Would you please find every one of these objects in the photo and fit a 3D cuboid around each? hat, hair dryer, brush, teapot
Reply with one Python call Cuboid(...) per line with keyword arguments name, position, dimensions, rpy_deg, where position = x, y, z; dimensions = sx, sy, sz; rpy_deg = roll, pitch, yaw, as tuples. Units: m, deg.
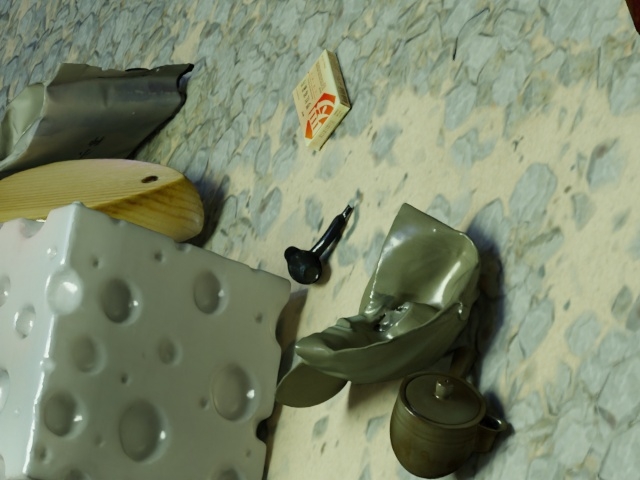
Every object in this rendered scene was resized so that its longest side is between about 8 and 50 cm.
Cuboid(name="hat", position=(0.055, 0.084, 1.574), dimensions=(0.144, 0.173, 0.166), rpy_deg=(24, 57, 26))
Cuboid(name="hair dryer", position=(0.000, 0.000, 1.786), dimensions=(0.083, 0.031, 0.079), rpy_deg=(-50, 20, 4))
Cuboid(name="brush", position=(-0.230, 0.016, 2.047), dimensions=(0.266, 0.166, 0.174), rpy_deg=(-6, 22, 26))
Cuboid(name="teapot", position=(0.100, 0.126, 1.479), dimensions=(0.110, 0.085, 0.080), rpy_deg=(-56, -17, -54))

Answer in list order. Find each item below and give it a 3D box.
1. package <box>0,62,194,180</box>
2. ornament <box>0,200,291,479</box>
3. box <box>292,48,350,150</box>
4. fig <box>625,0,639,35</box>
Cuboid(name="package", position=(-0.270, -0.111, 2.177), dimensions=(0.062, 0.204, 0.251), rpy_deg=(54, 125, 23))
Cuboid(name="ornament", position=(-0.203, 0.127, 1.766), dimensions=(0.240, 0.239, 0.240), rpy_deg=(-12, 64, 50))
Cuboid(name="box", position=(0.001, -0.134, 1.890), dimensions=(0.058, 0.015, 0.093), rpy_deg=(-50, 30, 27))
Cuboid(name="fig", position=(0.265, -0.191, 1.338), dimensions=(0.170, 0.145, 0.274), rpy_deg=(-63, 14, 5))
